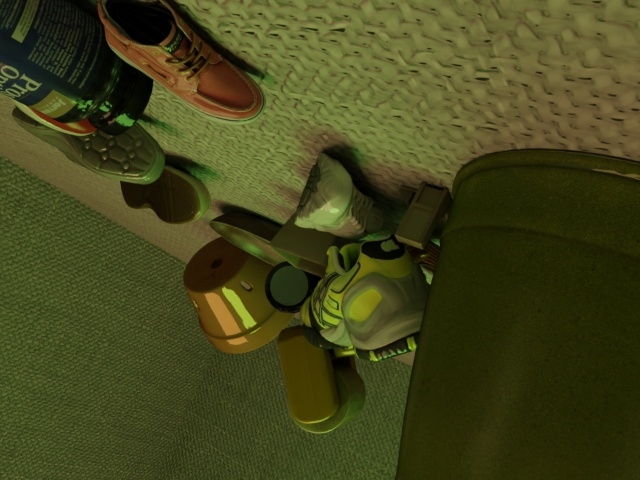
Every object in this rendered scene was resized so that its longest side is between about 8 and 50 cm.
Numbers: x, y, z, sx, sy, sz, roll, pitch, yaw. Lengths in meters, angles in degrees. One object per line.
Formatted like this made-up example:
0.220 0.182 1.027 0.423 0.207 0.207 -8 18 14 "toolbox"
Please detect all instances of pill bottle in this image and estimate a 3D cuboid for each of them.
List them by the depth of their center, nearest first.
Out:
-0.294 -0.201 0.695 0.123 0.122 0.219 14 170 44 "pill bottle"

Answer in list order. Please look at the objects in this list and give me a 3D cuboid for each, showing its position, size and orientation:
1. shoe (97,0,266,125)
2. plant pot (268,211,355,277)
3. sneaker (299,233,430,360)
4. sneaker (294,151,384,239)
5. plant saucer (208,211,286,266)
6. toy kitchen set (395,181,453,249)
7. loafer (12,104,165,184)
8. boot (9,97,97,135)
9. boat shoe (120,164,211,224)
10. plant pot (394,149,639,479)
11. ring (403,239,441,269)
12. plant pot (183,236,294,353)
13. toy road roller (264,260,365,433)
-0.133 -0.175 0.634 0.178 0.063 0.081 31 173 -5 "shoe"
0.000 0.000 1.065 0.109 0.096 0.109 20 168 28 "plant pot"
0.061 0.074 0.923 0.145 0.147 0.385 -13 178 -20 "sneaker"
0.033 -0.048 0.844 0.115 0.090 0.232 19 178 -3 "sneaker"
-0.102 0.013 1.468 0.311 0.050 0.310 24 168 5 "plant saucer"
0.112 -0.021 0.776 0.068 0.075 0.083 21 164 28 "toy kitchen set"
-0.372 -0.171 1.085 0.319 0.112 0.111 29 176 25 "loafer"
-0.359 -0.218 0.886 0.176 0.088 0.244 15 162 35 "boot"
-0.286 -0.099 1.266 0.098 0.109 0.302 -16 -163 -37 "boat shoe"
0.237 0.160 0.627 0.366 0.353 0.366 24 168 5 "plant pot"
0.211 0.130 0.979 0.336 0.032 0.336 53 171 13 "ring"
-0.223 0.121 1.723 0.291 0.291 0.203 15 147 43 "plant pot"
0.055 0.165 1.184 0.241 0.329 0.202 -12 170 15 "toy road roller"
